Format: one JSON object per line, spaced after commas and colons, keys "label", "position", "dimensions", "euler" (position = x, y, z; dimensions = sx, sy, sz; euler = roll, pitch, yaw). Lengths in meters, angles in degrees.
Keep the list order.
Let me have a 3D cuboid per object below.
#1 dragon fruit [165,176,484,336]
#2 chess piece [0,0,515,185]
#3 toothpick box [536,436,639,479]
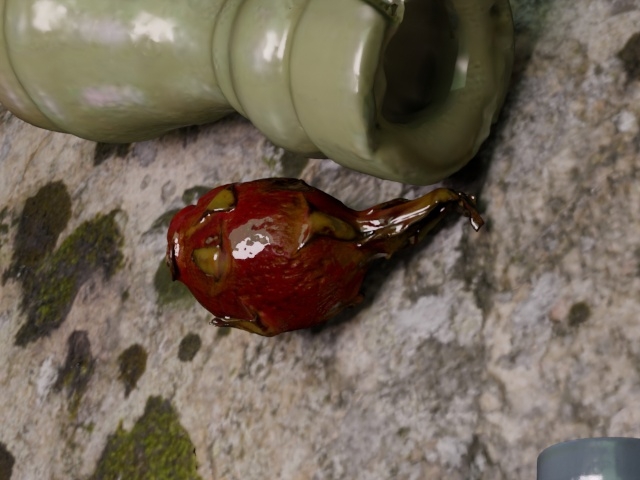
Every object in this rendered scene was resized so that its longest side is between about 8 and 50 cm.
{"label": "dragon fruit", "position": [0.000, 0.000, 0.957], "dimensions": [0.246, 0.125, 0.125], "euler": [-14, 86, 11]}
{"label": "chess piece", "position": [-0.068, -0.166, 1.039], "dimensions": [0.442, 0.234, 0.234], "euler": [14, 75, 39]}
{"label": "toothpick box", "position": [0.166, 0.196, 0.700], "dimensions": [0.101, 0.101, 0.153], "euler": [-13, 58, 35]}
